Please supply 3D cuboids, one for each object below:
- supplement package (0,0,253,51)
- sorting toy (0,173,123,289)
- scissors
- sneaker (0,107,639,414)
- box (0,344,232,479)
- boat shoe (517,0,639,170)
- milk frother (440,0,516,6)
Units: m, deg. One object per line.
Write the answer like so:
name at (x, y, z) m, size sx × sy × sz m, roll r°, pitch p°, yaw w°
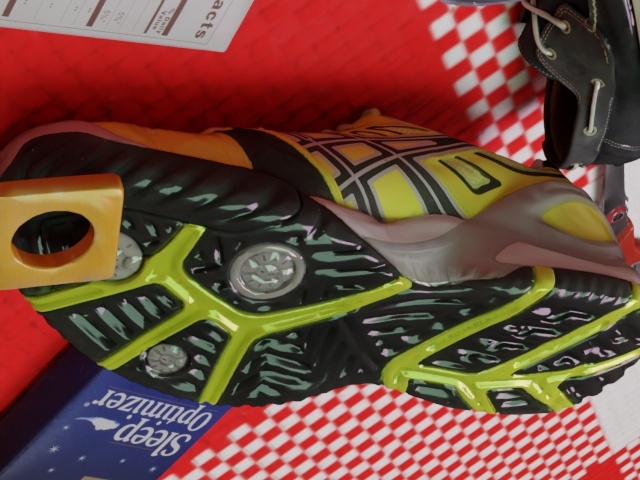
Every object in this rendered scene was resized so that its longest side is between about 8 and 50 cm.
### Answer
supplement package at (-0.104, -0.148, 0.571) m, size 0.179 × 0.105 × 0.105 m, roll 0°, pitch 134°, yaw -43°
sorting toy at (-0.251, 0.027, 0.656) m, size 0.347 × 0.047 × 0.196 m, roll -14°, pitch 140°, yaw -10°
scissors at (0.221, -0.016, 1.133) m, size 0.109 × 0.021 × 0.297 m, roll -19°, pitch 144°, yaw -20°
sneaker at (0.000, 0.000, 0.849) m, size 0.384 × 0.147 × 0.145 m, roll 13°, pitch 130°, yaw -28°
box at (-0.124, 0.106, 0.958) m, size 0.225 × 0.036 × 0.136 m, roll -44°, pitch 147°, yaw 16°
boat shoe at (0.150, -0.121, 0.871) m, size 0.079 × 0.084 × 0.233 m, roll -10°, pitch 143°, yaw 8°
milk frother at (0.083, -0.171, 0.683) m, size 0.143 × 0.135 × 0.129 m, roll -1°, pitch 166°, yaw -38°
